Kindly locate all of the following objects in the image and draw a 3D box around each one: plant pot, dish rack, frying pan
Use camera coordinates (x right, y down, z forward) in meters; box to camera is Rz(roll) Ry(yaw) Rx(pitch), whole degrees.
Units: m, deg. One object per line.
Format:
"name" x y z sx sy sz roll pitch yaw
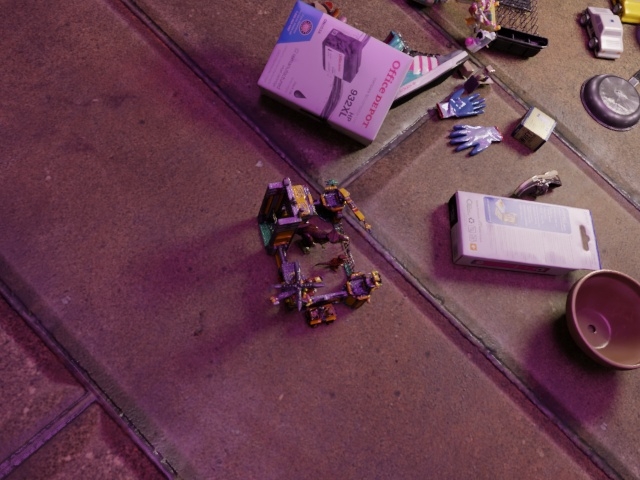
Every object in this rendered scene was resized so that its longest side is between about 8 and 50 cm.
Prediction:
"plant pot" 0.667 0.195 1.460 0.238 0.109 0.237 5 65 -11
"dish rack" 0.558 -0.672 1.847 0.209 0.074 0.271 11 64 -10
"frying pan" 0.924 -0.431 1.852 0.327 0.053 0.197 -16 72 -18

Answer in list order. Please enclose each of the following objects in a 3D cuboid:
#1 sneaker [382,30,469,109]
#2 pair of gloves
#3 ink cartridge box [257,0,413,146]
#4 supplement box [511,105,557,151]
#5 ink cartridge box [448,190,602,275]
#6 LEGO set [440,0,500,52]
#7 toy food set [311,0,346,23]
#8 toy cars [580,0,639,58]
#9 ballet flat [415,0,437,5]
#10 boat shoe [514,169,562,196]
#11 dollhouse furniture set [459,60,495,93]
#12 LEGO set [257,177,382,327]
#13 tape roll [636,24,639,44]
"sneaker" 0.246 -0.484 1.657 0.296 0.124 0.178 -31 87 -24
"pair of gloves" 0.398 -0.322 1.674 0.160 0.023 0.198 -15 72 -22
"ink cartridge box" 0.036 -0.397 1.503 0.308 0.129 0.223 26 93 -2
"supplement box" 0.582 -0.305 1.694 0.083 0.056 0.083 35 62 3
"ink cartridge box" 0.503 -0.013 1.537 0.372 0.069 0.175 6 64 -9
"LEGO set" 0.412 -0.669 1.736 0.107 0.132 0.286 28 36 -52
"toy food set" 0.031 -0.616 1.714 0.078 0.019 0.122 -15 63 -21
"toy cars" 0.941 -0.730 1.966 0.177 0.087 0.393 37 63 4
"ballet flat" 0.292 -0.832 1.836 0.106 0.107 0.315 4 64 -5
"boat shoe" 0.571 -0.141 1.618 0.152 0.056 0.049 -23 69 -23
"dollhouse furniture set" 0.442 -0.483 1.734 0.081 0.091 0.114 -14 67 -36
"LEGO set" 0.000 0.000 1.325 0.255 0.192 0.331 -2 67 -15
"tape roll" 1.118 -0.655 1.983 0.189 0.080 0.188 6 65 -13
